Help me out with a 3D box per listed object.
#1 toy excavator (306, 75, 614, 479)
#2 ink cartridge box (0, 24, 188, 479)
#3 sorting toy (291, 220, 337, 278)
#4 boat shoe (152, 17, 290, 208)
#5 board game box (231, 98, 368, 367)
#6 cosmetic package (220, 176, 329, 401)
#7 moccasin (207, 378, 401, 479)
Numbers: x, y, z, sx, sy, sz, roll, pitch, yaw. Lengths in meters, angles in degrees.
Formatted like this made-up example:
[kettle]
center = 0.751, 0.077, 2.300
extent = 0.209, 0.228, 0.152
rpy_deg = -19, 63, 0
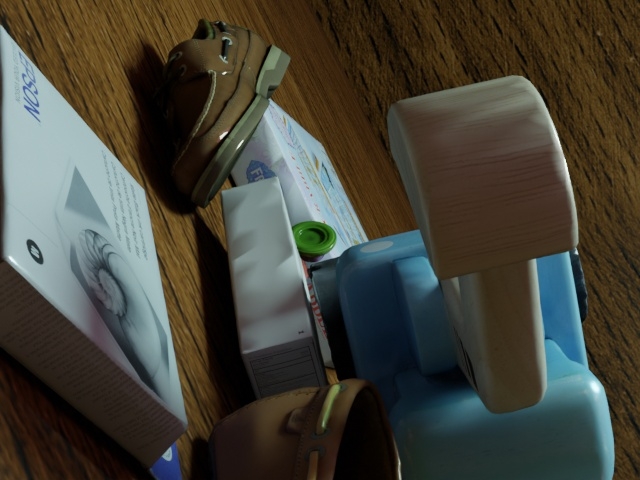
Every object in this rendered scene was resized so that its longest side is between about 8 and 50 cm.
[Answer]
[toy excavator]
center = 0.119, 0.081, 0.877
extent = 0.445, 0.222, 0.433
rpy_deg = -111, -172, -75
[ink cartridge box]
center = -0.134, 0.015, 0.718
extent = 0.224, 0.045, 0.223
rpy_deg = 54, 12, -42
[sorting toy]
center = -0.027, 0.023, 1.222
extent = 0.102, 0.061, 0.042
rpy_deg = -44, 147, -40
[boat shoe]
center = -0.110, -0.126, 1.141
extent = 0.104, 0.111, 0.307
rpy_deg = 33, 21, -9
[board game box]
center = 0.000, 0.000, 1.415
extent = 0.319, 0.066, 0.318
rpy_deg = 64, 9, 15
[cosmetic package]
center = -0.039, 0.051, 1.021
extent = 0.239, 0.060, 0.099
rpy_deg = -104, -178, -57
[moccasin]
center = 0.025, 0.214, 0.676
extent = 0.139, 0.147, 0.380
rpy_deg = 57, 10, -24
